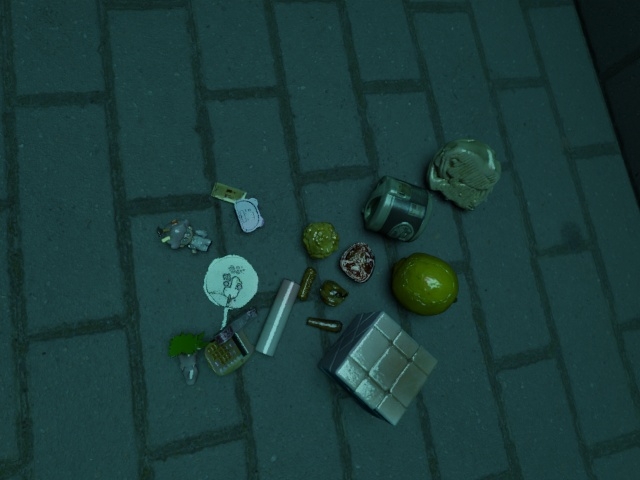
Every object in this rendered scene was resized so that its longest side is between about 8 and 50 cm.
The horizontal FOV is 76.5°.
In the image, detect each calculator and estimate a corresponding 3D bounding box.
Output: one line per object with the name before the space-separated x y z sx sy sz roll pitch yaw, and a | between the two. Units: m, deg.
calculator | -0.376 0.452 1.660 0.157 0.033 0.237 59 35 3

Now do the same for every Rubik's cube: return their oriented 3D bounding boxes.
Rubik's cube | 0.227 0.516 1.693 0.316 0.322 0.318 43 72 -3

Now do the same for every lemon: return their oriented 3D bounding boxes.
lemon | 0.469 0.199 1.839 0.298 0.297 0.296 3 78 -12

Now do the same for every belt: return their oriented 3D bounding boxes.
belt | -0.352 0.351 1.688 0.232 0.071 0.053 -36 97 -51

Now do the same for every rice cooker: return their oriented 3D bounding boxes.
rice cooker | 0.350 -0.147 1.884 0.277 0.288 0.288 19 75 -11

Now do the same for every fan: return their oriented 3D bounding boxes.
fan | -0.400 0.265 1.762 0.233 0.012 0.414 9 76 -11

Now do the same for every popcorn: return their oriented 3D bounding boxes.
popcorn | 0.000 0.000 1.843 0.180 0.170 0.179 3 98 21

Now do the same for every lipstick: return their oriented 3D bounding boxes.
lipstick | -0.183 0.331 1.759 0.087 0.087 0.326 24 74 -7

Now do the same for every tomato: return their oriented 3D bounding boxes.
tomato | 0.178 0.103 1.894 0.166 0.082 0.174 38 77 1

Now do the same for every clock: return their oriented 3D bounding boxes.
clock | -0.324 -0.116 1.830 0.110 0.050 0.152 -19 93 -19

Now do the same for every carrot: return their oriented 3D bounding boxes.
carrot | 0.020 0.375 1.817 0.162 0.055 0.055 13 76 -8

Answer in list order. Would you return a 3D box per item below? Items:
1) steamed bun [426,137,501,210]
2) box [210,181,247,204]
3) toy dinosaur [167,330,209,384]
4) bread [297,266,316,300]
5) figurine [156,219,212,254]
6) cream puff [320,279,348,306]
steamed bun | 0.712 -0.353 2.023 0.347 0.394 0.237 -1 46 24
box | -0.418 -0.210 1.856 0.149 0.020 0.073 19 76 -9
toy dinosaur | -0.517 0.460 1.638 0.152 0.177 0.194 -12 52 -11
bread | -0.062 0.195 1.838 0.052 0.044 0.157 24 74 -13
figurine | -0.580 -0.019 1.736 0.229 0.112 0.137 25 82 -20
cream puff | 0.057 0.242 1.824 0.133 0.119 0.104 16 107 -45
